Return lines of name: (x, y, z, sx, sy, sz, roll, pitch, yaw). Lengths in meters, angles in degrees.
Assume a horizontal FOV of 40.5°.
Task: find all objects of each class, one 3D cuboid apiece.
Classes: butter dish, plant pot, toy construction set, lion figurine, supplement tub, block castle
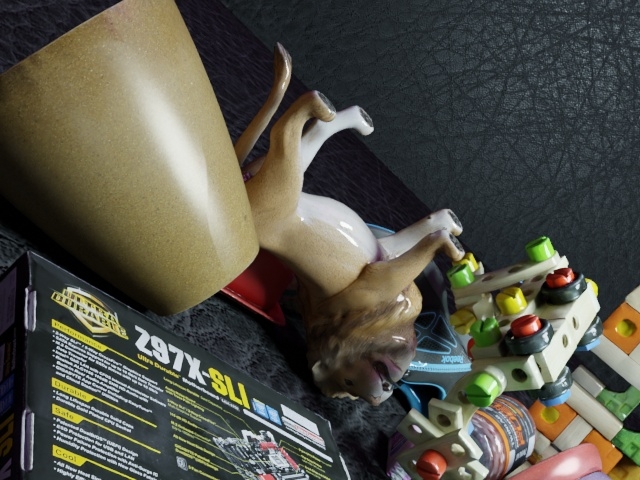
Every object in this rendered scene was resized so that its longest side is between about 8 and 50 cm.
butter dish: (-0.084, -0.003, 1.034, 0.160, 0.118, 0.160, 35, 18, -35)
plant pot: (-0.175, -0.063, 0.800, 0.254, 0.237, 0.237, 58, 10, -15)
toy construction set: (0.193, 0.117, 0.964, 0.151, 0.215, 0.328, 54, 46, -24)
lion figurine: (0.000, 0.000, 0.943, 0.392, 0.240, 0.142, 48, 20, -19)
supplement tub: (0.203, 0.263, 1.116, 0.106, 0.106, 0.198, 50, 22, 19)
block castle: (0.469, 0.237, 1.272, 0.213, 0.453, 0.303, 42, 11, 21)

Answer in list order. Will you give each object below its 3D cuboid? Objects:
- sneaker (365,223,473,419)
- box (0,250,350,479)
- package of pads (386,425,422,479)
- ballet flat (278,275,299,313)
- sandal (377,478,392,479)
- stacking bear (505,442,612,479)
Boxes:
sneaker: (0.103, 0.110, 1.121, 0.341, 0.125, 0.140, 47, 56, -30)
box: (-0.090, 0.175, 0.599, 0.322, 0.079, 0.257, 36, 15, -34)
package of pads: (0.103, 0.244, 1.011, 0.032, 0.050, 0.083, 44, 14, -5)
ballet flat: (0.008, 0.062, 1.204, 0.241, 0.077, 0.091, 13, 76, -66)
sandal: (0.115, 0.297, 0.807, 0.120, 0.086, 0.303, 13, 5, -8)
stacking bear: (0.331, 0.402, 1.013, 0.289, 0.164, 0.175, 61, 8, 28)
